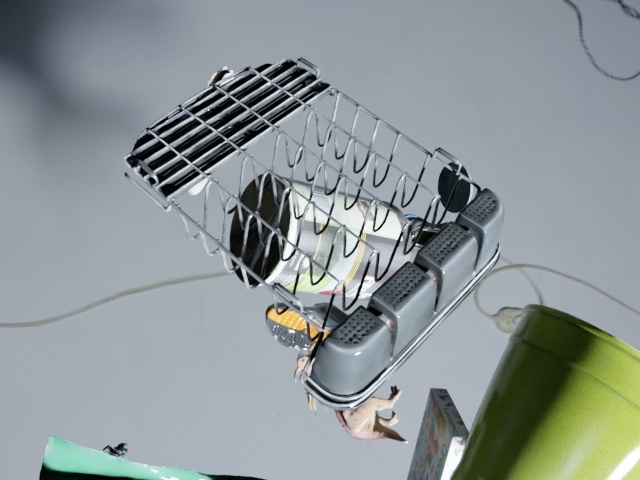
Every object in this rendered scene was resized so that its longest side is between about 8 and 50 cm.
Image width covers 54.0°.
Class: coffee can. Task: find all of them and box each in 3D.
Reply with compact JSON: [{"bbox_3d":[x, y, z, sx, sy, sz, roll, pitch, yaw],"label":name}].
[{"bbox_3d":[0.000,0.000,1.162,0.275,0.202,0.201,11,75,-36],"label":"coffee can"}]

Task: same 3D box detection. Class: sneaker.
[{"bbox_3d":[-0.018,0.186,1.434,0.262,0.121,0.099,25,117,-30],"label":"sneaker"},{"bbox_3d":[0.235,-0.001,1.241,0.188,0.067,0.078,9,35,-24],"label":"sneaker"}]

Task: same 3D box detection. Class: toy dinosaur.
[{"bbox_3d":[0.070,0.385,1.482,0.200,0.127,0.295,-20,59,-26],"label":"toy dinosaur"}]

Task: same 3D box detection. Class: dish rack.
[{"bbox_3d":[-0.008,-0.032,0.495,0.271,0.074,0.208,39,59,21],"label":"dish rack"}]

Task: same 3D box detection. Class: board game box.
[{"bbox_3d":[0.292,0.554,1.580,0.053,0.193,0.305,6,111,-10],"label":"board game box"}]

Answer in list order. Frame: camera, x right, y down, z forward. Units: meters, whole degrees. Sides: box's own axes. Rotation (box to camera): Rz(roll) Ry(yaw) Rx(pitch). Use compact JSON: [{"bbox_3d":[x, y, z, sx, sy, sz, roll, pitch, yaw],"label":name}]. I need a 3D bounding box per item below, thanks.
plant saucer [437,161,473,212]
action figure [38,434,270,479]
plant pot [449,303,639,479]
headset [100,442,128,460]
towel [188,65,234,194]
[{"bbox_3d":[0.316,-0.123,1.454,0.021,0.119,0.119,-6,79,-27],"label":"plant saucer"},{"bbox_3d":[-0.096,0.227,0.480,0.232,0.063,0.137,11,80,-26],"label":"action figure"},{"bbox_3d":[0.422,0.362,1.116,0.366,0.366,0.353,38,84,1],"label":"plant pot"},{"bbox_3d":[-0.493,0.700,1.507,0.244,0.185,0.394,8,59,-31],"label":"headset"},{"bbox_3d":[-0.261,-0.262,1.496,0.049,0.187,0.282,15,58,13],"label":"towel"}]
